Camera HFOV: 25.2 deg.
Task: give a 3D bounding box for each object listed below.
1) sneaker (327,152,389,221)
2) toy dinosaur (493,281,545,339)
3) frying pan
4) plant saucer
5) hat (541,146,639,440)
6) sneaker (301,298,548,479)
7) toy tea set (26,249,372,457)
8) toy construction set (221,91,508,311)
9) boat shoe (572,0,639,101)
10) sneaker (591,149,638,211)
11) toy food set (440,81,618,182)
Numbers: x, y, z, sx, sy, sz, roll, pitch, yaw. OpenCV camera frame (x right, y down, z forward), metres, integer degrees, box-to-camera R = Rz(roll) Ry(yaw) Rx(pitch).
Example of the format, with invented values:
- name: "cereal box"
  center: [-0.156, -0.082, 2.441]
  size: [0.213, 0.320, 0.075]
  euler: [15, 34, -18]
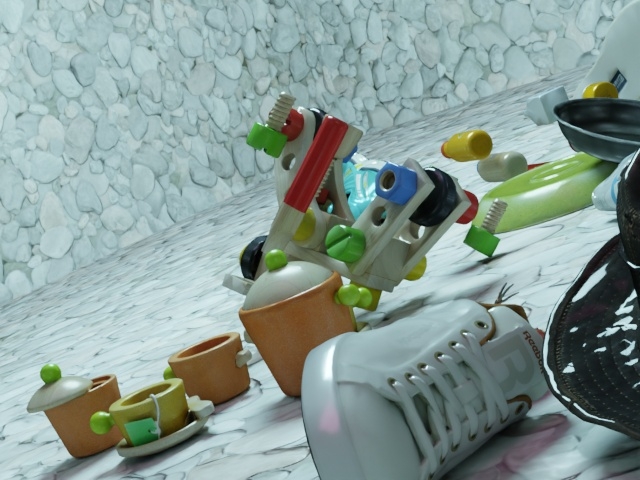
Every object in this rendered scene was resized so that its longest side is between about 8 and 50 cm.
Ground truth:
- name: "sneaker"
  center: [0.048, -0.069, 2.181]
  size: [0.110, 0.107, 0.275]
  euler: [-32, 9, -11]
- name: "toy dinosaur"
  center: [0.136, 0.081, 1.115]
  size: [0.090, 0.047, 0.082]
  euler: [-57, 27, -11]
- name: "frying pan"
  center: [0.401, -0.140, 1.687]
  size: [0.197, 0.053, 0.326]
  euler: [19, 24, 33]
- name: "plant saucer"
  center: [0.287, -0.068, 1.713]
  size: [0.241, 0.037, 0.241]
  euler: [-20, 8, 3]
- name: "hat"
  center: [0.265, -0.023, 0.801]
  size: [0.331, 0.134, 0.331]
  euler: [-20, 23, 9]
- name: "sneaker"
  center: [0.074, 0.086, 0.894]
  size: [0.123, 0.106, 0.290]
  euler: [-21, 5, 19]
- name: "toy tea set"
  center: [-0.111, 0.095, 1.293]
  size: [0.336, 0.124, 0.200]
  euler: [-22, 7, -3]
- name: "toy construction set"
  center: [0.000, 0.000, 1.440]
  size: [0.257, 0.237, 0.309]
  euler: [28, 5, 21]
- name: "boat shoe"
  center: [0.464, -0.252, 1.904]
  size: [0.158, 0.127, 0.340]
  euler: [-27, -10, -20]
- name: "sneaker"
  center: [0.357, -0.081, 1.492]
  size: [0.190, 0.071, 0.083]
  euler: [-25, 2, -27]
- name: "toy food set"
  center: [0.284, -0.135, 1.910]
  size: [0.232, 0.111, 0.104]
  euler: [-26, 9, -16]
